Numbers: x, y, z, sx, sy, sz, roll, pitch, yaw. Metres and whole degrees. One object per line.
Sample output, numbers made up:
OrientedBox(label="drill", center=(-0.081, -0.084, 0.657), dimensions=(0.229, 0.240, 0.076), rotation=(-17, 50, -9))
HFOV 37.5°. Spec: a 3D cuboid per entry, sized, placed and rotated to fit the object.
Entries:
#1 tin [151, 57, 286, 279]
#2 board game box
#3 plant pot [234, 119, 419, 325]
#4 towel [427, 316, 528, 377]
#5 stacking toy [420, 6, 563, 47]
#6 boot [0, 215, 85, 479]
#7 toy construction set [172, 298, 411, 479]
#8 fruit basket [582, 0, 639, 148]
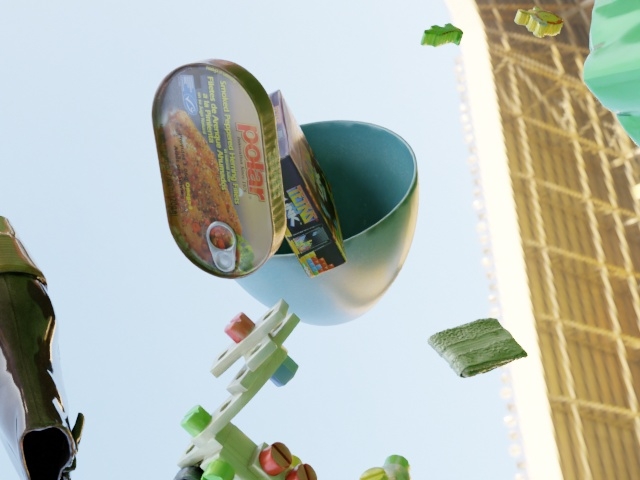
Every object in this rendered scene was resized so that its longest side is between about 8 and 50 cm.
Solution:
OrientedBox(label="tin", center=(-0.083, -0.060, 0.800), dimensions=(0.040, 0.106, 0.190), rotation=(-37, -52, -53))
OrientedBox(label="board game box", center=(-0.028, -0.064, 1.009), dimensions=(0.170, 0.048, 0.141), rotation=(-100, -15, -58))
OrientedBox(label="plant pot", center=(0.000, 0.000, 1.260), dimensions=(0.290, 0.290, 0.195), rotation=(-68, -29, -47))
OrientedBox(label="towel", center=(0.261, 0.175, 1.570), dimensions=(0.148, 0.027, 0.110), rotation=(-13, -141, -28))
OrientedBox(label="stacking toy", center=(0.229, -0.312, 1.114), dimensions=(0.221, 0.167, 0.052), rotation=(-17, -131, -32))
OrientedBox(label="boot", center=(-0.241, 0.126, 0.732), dimensions=(0.090, 0.248, 0.207), rotation=(-10, -128, -23))
OrientedBox(label="toy construction set", center=(-0.021, 0.232, 0.962), dimensions=(0.328, 0.215, 0.151), rotation=(53, -147, 2))
OrientedBox(label="fruit basket", center=(0.343, -0.122, 0.500), dimensions=(0.327, 0.353, 0.165), rotation=(35, -126, -36))
